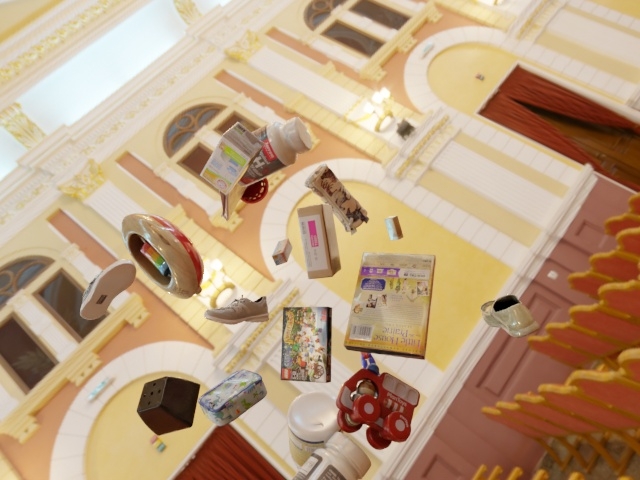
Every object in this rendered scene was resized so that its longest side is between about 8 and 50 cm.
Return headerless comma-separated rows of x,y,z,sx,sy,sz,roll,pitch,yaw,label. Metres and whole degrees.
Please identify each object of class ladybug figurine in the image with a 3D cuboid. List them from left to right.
-0.642,0.054,1.813,0.162,0.449,0.305,-38,-9,-46,ladybug figurine

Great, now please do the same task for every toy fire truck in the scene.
0.212,0.600,1.603,0.169,0.302,0.254,-56,4,47,toy fire truck

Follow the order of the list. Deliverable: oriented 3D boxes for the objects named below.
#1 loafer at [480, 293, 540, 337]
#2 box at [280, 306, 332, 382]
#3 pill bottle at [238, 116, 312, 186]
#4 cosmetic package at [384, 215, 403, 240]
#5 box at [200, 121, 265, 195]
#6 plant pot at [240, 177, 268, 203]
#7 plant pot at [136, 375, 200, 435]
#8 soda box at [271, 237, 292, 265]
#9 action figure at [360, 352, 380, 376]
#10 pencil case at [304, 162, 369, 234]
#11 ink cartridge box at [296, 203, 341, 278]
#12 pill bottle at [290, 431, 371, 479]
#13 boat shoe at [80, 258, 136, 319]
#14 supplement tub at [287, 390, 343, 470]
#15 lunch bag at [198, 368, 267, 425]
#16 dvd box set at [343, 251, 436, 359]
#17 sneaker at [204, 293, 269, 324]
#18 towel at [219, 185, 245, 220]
0.536,0.200,1.246,0.102,0.092,0.268,-21,2,-2,loafer
-0.045,0.329,1.384,0.044,0.159,0.233,30,-122,-64,box
-0.198,-0.342,1.647,0.319,0.176,0.176,-21,-8,21,pill bottle
0.361,-0.061,2.126,0.041,0.115,0.060,-25,10,-37,cosmetic package
-0.287,-0.261,1.406,0.203,0.114,0.103,-42,13,43,box
-0.408,-0.321,2.436,0.191,0.174,0.191,-13,-61,-24,plant pot
-0.631,0.660,1.765,0.187,0.188,0.167,-22,-48,19,plant pot
-0.185,0.054,2.108,0.063,0.058,0.183,-18,19,13,soda box
0.203,0.513,1.912,0.092,0.280,0.139,-17,-3,2,action figure
0.084,-0.223,2.315,0.160,0.410,0.183,-34,26,21,pencil case
0.000,0.000,1.442,0.193,0.088,0.234,-11,-87,-78,ink cartridge box
0.003,0.868,1.503,0.361,0.204,0.204,-41,-23,-29,pill bottle
-0.748,0.151,1.518,0.108,0.102,0.301,19,-56,-43,boat shoe
-0.019,0.809,1.795,0.228,0.228,0.316,-35,-44,-44,supplement tub
-0.320,0.563,1.570,0.219,0.176,0.090,-28,-75,-34,lunch bag
0.280,0.241,1.702,0.062,0.308,0.420,60,-143,-51,dvd box set
-0.337,0.273,1.741,0.281,0.105,0.115,4,-94,-41,sneaker
-0.386,-0.294,2.039,0.317,0.053,0.331,117,176,-63,towel
